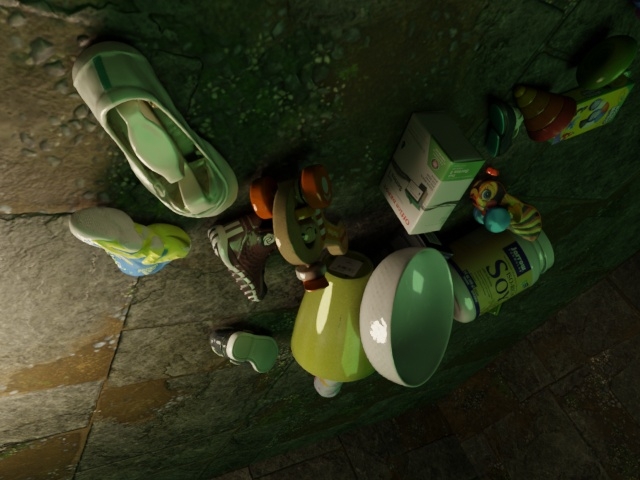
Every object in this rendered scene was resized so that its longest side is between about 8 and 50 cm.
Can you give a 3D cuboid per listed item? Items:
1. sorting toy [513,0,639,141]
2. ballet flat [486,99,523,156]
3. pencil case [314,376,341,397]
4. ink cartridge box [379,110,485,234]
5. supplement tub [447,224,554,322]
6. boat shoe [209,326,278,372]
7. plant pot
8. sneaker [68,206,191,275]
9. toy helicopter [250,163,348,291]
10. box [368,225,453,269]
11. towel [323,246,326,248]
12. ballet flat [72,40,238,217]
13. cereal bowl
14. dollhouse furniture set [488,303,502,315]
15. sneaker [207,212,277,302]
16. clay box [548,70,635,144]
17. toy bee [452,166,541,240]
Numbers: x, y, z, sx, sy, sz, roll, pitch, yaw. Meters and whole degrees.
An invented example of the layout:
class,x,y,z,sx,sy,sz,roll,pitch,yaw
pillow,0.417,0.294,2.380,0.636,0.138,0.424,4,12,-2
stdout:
class,x,y,z,sx,sy,sz,roll,pitch,yaw
sorting toy,0.549,-0.386,1.013,0.126,0.127,0.365,30,119,-20
ballet flat,0.421,-0.263,1.093,0.074,0.074,0.203,-29,155,3
pencil case,0.057,0.531,1.934,0.124,0.113,0.273,-22,150,-28
ink cartridge box,0.229,-0.141,1.035,0.093,0.160,0.219,-9,144,-25
supplement tub,0.517,0.080,1.492,0.332,0.241,0.241,-29,149,-6
boat shoe,-0.221,0.320,1.439,0.114,0.091,0.302,-68,154,-20
plant pot,0.061,0.182,1.313,0.275,0.274,0.293,-12,127,-24
sneaker,-0.361,0.019,0.885,0.126,0.091,0.240,-41,147,22
toy helicopter,-0.005,-0.005,1.015,0.140,0.234,0.355,-10,170,20
box,0.249,0.057,1.391,0.153,0.108,0.207,10,132,-46
towel,0.000,0.000,1.211,0.060,0.009,0.083,-34,148,11
ballet flat,-0.230,-0.118,0.749,0.139,0.139,0.400,-27,149,-1
cereal bowl,0.201,0.179,1.196,0.141,0.338,0.339,6,172,39
dollhouse furniture set,0.652,0.093,1.778,0.198,0.151,0.301,-39,143,-40
sneaker,-0.126,0.034,1.078,0.163,0.106,0.281,-29,148,-4
clay box,0.677,-0.333,1.200,0.222,0.053,0.127,-21,149,-9
toy bee,0.470,-0.104,1.279,0.299,0.195,0.162,7,111,-29
